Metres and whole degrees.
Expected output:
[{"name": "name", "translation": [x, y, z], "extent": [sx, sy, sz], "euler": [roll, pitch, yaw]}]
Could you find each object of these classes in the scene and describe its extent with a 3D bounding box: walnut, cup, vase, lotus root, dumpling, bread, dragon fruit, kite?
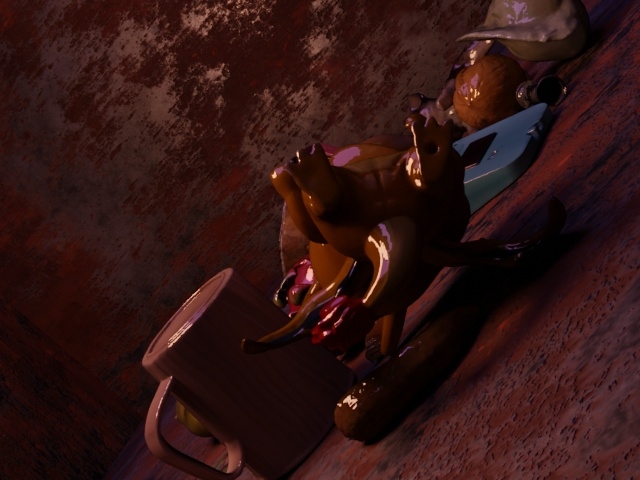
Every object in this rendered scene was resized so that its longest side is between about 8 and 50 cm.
[{"name": "walnut", "translation": [0.373, -0.329, 1.822], "extent": [0.159, 0.159, 0.206], "euler": [-43, -2, 43]}, {"name": "cup", "translation": [-0.130, 0.225, 1.258], "extent": [0.288, 0.273, 0.208], "euler": [-48, 11, -12]}, {"name": "vase", "translation": [0.431, -0.290, 1.621], "extent": [0.059, 0.059, 0.167], "euler": [-48, 5, 5]}, {"name": "lotus root", "translation": [0.000, 0.000, 2.022], "extent": [0.272, 0.192, 0.272], "euler": [5, -90, -74]}, {"name": "dumpling", "translation": [0.447, -0.491, 1.765], "extent": [0.320, 0.270, 0.212], "euler": [9, -82, -71]}, {"name": "bread", "translation": [0.091, 0.151, 1.280], "extent": [0.047, 0.036, 0.083], "euler": [-43, 9, 20]}, {"name": "dragon fruit", "translation": [0.049, 0.074, 1.457], "extent": [0.273, 0.218, 0.198], "euler": [-43, 51, 7]}, {"name": "kite", "translation": [-0.181, 0.428, 1.611], "extent": [0.268, 0.013, 0.323], "euler": [-51, 5, -35]}]

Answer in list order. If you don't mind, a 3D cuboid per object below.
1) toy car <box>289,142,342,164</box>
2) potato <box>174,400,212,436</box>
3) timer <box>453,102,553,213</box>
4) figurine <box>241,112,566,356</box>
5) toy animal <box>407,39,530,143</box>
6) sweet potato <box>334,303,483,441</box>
[{"name": "toy car", "translation": [0.000, -0.073, 2.234], "extent": [0.240, 0.271, 0.341], "euler": [-54, -28, -44]}, {"name": "potato", "translation": [-0.246, 0.366, 1.887], "extent": [0.169, 0.143, 0.248], "euler": [-59, 9, -20]}, {"name": "timer", "translation": [0.311, -0.133, 1.520], "extent": [0.250, 0.091, 0.232], "euler": [-27, 18, 44]}, {"name": "figurine", "translation": [0.061, 0.001, 1.068], "extent": [0.401, 0.268, 0.387], "euler": [-32, -12, -3]}, {"name": "toy animal", "translation": [0.338, -0.336, 2.070], "extent": [0.344, 0.194, 0.302], "euler": [-47, 10, -24]}, {"name": "sweet potato", "translation": [0.104, 0.159, 0.999], "extent": [0.233, 0.062, 0.081], "euler": [-44, 2, 9]}]
